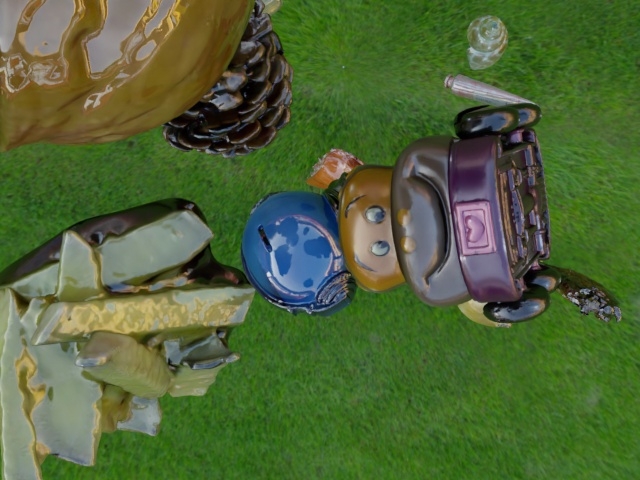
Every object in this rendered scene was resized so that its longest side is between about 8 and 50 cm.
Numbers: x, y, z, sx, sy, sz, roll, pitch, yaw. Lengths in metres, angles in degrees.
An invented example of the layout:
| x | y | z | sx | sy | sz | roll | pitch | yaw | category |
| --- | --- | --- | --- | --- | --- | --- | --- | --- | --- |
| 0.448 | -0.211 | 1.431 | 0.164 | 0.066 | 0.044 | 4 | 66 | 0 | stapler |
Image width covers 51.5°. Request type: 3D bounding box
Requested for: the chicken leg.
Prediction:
| x | y | z | sx | sy | sz | roll | pitch | yaw | category |
| --- | --- | --- | --- | --- | --- | --- | --- | --- | --- |
| 0.397 | 0.069 | 1.089 | 0.106 | 0.253 | 0.051 | 18 | 102 | -29 | chicken leg |

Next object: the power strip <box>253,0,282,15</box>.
| x | y | z | sx | sy | sz | roll | pitch | yaw | category |
| --- | --- | --- | --- | --- | --- | --- | --- | --- | --- |
| -0.268 | -0.499 | 1.623 | 0.388 | 0.066 | 0.092 | -36 | 57 | 5 | power strip |

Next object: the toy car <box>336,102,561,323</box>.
| x | y | z | sx | sy | sz | roll | pitch | yaw | category |
| --- | --- | --- | --- | --- | --- | --- | --- | --- | --- |
| 0.180 | -0.034 | 0.896 | 0.241 | 0.341 | 0.271 | -6 | 96 | 30 | toy car |

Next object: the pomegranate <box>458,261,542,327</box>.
| x | y | z | sx | sy | sz | roll | pitch | yaw | category |
| --- | --- | --- | --- | --- | --- | --- | --- | --- | --- |
| 0.425 | 0.094 | 1.584 | 0.233 | 0.233 | 0.232 | 0 | 105 | 2 | pomegranate |

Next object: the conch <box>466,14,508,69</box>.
| x | y | z | sx | sy | sz | roll | pitch | yaw | category |
| --- | --- | --- | --- | --- | --- | --- | --- | --- | --- |
| 0.424 | -0.505 | 1.675 | 0.116 | 0.106 | 0.172 | -40 | 146 | -25 | conch |

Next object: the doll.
| x | y | z | sx | sy | sz | roll | pitch | yaw | category |
| --- | --- | --- | --- | --- | --- | --- | --- | --- | --- |
| 0.000 | 0.000 | 1.256 | 0.310 | 0.240 | 0.284 | -31 | 60 | 5 | doll |

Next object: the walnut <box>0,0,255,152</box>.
| x | y | z | sx | sy | sz | roll | pitch | yaw | category |
| --- | --- | --- | --- | --- | --- | --- | --- | --- | --- |
| -0.208 | -0.259 | 0.474 | 0.355 | 0.308 | 0.397 | 5 | 102 | -11 | walnut |

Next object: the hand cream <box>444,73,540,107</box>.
| x | y | z | sx | sy | sz | roll | pitch | yaw | category |
| --- | --- | --- | --- | --- | --- | --- | --- | --- | --- |
| 0.357 | -0.299 | 1.373 | 0.210 | 0.067 | 0.043 | 26 | 89 | 25 | hand cream |

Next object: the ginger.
| x | y | z | sx | sy | sz | roll | pitch | yaw | category |
| --- | --- | --- | --- | --- | --- | --- | --- | --- | --- |
| -0.260 | 0.165 | 0.866 | 0.413 | 0.211 | 0.358 | -38 | 123 | 2 | ginger |

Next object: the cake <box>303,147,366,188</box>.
| x | y | z | sx | sy | sz | roll | pitch | yaw | category |
| --- | --- | --- | --- | --- | --- | --- | --- | --- | --- |
| 0.027 | -0.179 | 1.654 | 0.135 | 0.287 | 0.098 | 33 | 84 | -27 | cake |

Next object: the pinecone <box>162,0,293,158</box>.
| x | y | z | sx | sy | sz | roll | pitch | yaw | category |
| --- | --- | --- | --- | --- | --- | --- | --- | --- | --- |
| -0.149 | -0.233 | 0.951 | 0.225 | 0.272 | 0.224 | -1 | 76 | 5 | pinecone |
